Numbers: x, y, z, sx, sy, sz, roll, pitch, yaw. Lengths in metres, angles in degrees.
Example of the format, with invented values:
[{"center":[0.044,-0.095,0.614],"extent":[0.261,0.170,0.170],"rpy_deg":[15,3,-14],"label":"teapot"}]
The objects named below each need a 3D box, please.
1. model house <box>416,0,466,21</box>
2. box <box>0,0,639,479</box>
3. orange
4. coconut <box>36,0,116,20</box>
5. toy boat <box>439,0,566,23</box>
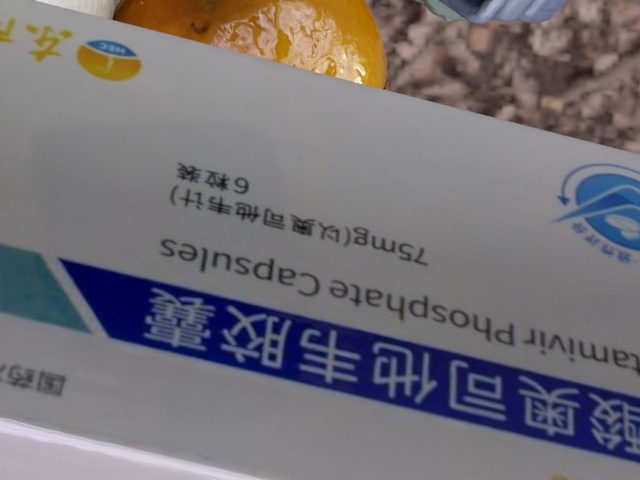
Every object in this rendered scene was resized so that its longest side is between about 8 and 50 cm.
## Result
[{"center":[-0.007,-0.308,1.533],"extent":[0.267,0.325,0.194],"rpy_deg":[-56,143,-67],"label":"model house"},{"center":[-0.009,0.024,0.574],"extent":[0.343,0.200,0.065],"rpy_deg":[14,134,-8],"label":"box"},{"center":[-0.066,-0.135,1.384],"extent":[0.246,0.246,0.246],"rpy_deg":[-7,103,-31],"label":"orange"},{"center":[-0.310,-0.253,1.245],"extent":[0.346,0.346,0.360],"rpy_deg":[-14,141,-30],"label":"coconut"},{"center":[0.151,-0.270,1.043],"extent":[0.078,0.127,0.283],"rpy_deg":[12,113,-39],"label":"toy boat"}]
